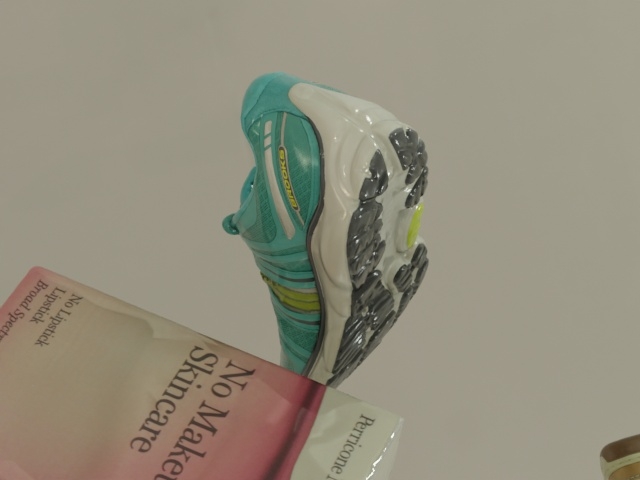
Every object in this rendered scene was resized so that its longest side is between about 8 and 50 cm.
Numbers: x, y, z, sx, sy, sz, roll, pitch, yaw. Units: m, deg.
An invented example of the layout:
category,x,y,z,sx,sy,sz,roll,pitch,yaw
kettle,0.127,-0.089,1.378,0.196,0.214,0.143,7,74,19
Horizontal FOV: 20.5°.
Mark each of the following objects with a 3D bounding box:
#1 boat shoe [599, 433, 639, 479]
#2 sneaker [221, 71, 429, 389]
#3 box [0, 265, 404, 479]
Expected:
category,x,y,z,sx,sy,sz,roll,pitch,yaw
boat shoe,0.239,0.195,1.277,0.190,0.068,0.072,41,31,-63
sneaker,0.000,0.000,1.067,0.107,0.110,0.275,-46,157,-31
box,-0.092,0.139,0.969,0.126,0.232,0.148,99,16,-46
